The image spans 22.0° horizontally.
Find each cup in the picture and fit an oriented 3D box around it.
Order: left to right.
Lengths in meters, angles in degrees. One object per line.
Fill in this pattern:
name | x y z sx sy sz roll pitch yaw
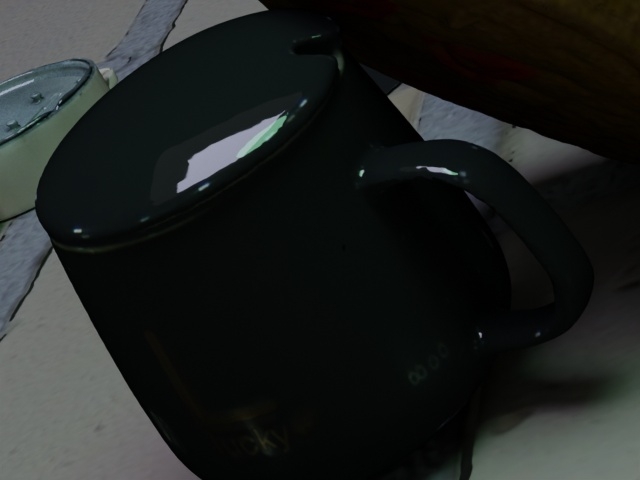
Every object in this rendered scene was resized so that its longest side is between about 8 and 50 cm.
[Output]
cup | 0.000 0.000 0.684 0.223 0.176 0.169 -10 33 39

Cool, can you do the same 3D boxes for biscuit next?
biscuit | 0.083 -0.082 0.707 0.273 0.257 0.049 -169 101 -86

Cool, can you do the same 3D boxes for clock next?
clock | -0.222 -0.078 1.229 0.155 0.063 0.229 -11 31 36

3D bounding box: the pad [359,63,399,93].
pad | -0.008 -0.096 1.103 0.112 0.003 0.157 -41 27 -25
